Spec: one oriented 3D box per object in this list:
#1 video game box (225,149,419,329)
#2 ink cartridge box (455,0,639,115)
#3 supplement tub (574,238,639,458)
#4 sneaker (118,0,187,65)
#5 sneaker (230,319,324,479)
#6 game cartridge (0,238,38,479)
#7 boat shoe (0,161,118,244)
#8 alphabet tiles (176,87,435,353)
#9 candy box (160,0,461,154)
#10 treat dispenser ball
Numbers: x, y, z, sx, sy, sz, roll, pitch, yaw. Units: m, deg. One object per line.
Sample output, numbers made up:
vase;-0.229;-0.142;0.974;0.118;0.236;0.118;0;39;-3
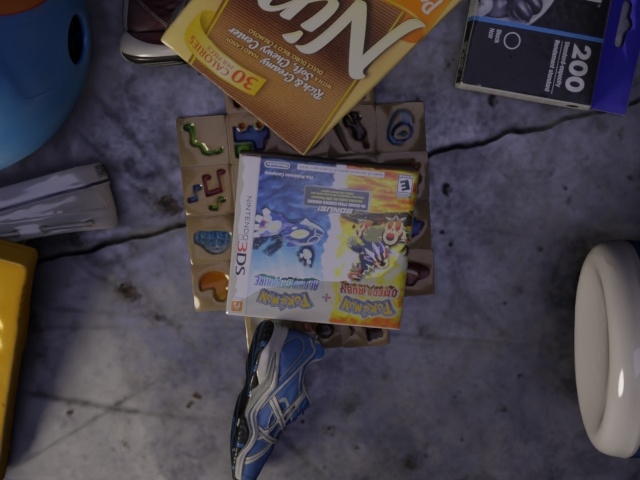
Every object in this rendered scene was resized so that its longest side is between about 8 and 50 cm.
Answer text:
video game box;0.000;0.000;1.047;0.205;0.048;0.187;5;102;-3
ink cartridge box;0.271;-0.256;1.024;0.208;0.045;0.207;9;98;-5
supplement tub;0.454;0.116;0.985;0.324;0.235;0.236;0;100;5
sneaker;-0.082;-0.278;0.977;0.281;0.106;0.163;-5;97;-1
sneaker;-0.056;0.199;1.072;0.081;0.080;0.211;12;108;-14
game cartridge;-0.471;0.116;1.010;0.285;0.053;0.324;15;115;-5
boat shoe;-0.357;-0.010;1.021;0.267;0.096;0.088;-18;96;-8
alphabet tiles;-0.014;-0.038;1.068;0.285;0.011;0.343;-5;100;-2
candy box;0.022;-0.251;0.847;0.183;0.088;0.316;38;117;-20
treat dispenser ball;-0.368;-0.202;0.883;0.288;0.288;0.288;0;100;-2
